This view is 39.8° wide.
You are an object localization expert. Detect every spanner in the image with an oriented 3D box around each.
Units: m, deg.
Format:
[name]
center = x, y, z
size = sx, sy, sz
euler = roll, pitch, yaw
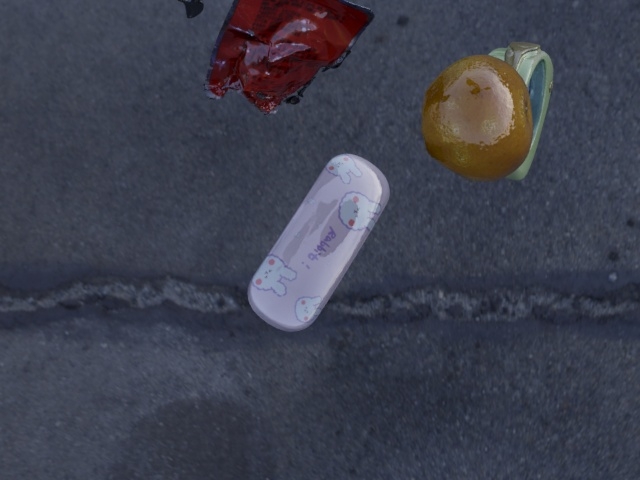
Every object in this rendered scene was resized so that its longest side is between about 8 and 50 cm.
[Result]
[spanner]
center = -0.216, -0.452, 1.445
size = 0.046, 0.208, 0.012
euler = -6, 49, -11

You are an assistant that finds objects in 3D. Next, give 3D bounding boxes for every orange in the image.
[orange]
center = 0.193, -0.149, 1.103
size = 0.136, 0.159, 0.158
euler = -8, 63, 22

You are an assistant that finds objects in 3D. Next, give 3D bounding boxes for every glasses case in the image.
[glasses case]
center = 0.000, 0.000, 1.324
size = 0.113, 0.075, 0.296
euler = 34, 70, -5

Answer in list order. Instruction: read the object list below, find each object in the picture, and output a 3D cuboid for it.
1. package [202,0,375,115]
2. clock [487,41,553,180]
[package]
center = -0.065, -0.268, 1.268
size = 0.194, 0.269, 0.071
euler = 5, 66, -29
[clock]
center = 0.338, -0.245, 1.597
size = 0.096, 0.308, 0.234
euler = 16, 90, 22
